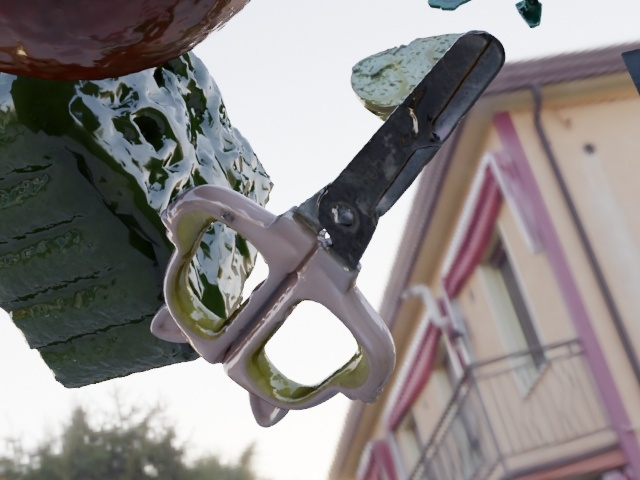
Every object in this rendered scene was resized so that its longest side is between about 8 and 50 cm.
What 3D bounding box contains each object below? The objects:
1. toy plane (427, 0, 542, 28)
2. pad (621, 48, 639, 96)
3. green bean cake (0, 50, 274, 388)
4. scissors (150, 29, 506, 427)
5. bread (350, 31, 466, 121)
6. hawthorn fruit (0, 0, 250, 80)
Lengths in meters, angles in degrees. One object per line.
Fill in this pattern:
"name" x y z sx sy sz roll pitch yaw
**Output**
"toy plane" 0.168 -0.177 0.606 0.235 0.096 0.060 -24 -48 8
"pad" 0.333 -0.102 0.912 0.116 0.193 0.004 -13 -36 4
"green bean cake" -0.160 -0.050 0.836 0.156 0.247 0.250 -17 -61 21
"scissors" 0.000 0.000 0.567 0.024 0.160 0.317 -46 -3 -42
"bread" 0.110 -0.180 1.290 0.157 0.083 0.094 -11 -21 -19
"hawthorn fruit" -0.135 -0.225 0.617 0.285 0.284 0.369 -16 4 0
